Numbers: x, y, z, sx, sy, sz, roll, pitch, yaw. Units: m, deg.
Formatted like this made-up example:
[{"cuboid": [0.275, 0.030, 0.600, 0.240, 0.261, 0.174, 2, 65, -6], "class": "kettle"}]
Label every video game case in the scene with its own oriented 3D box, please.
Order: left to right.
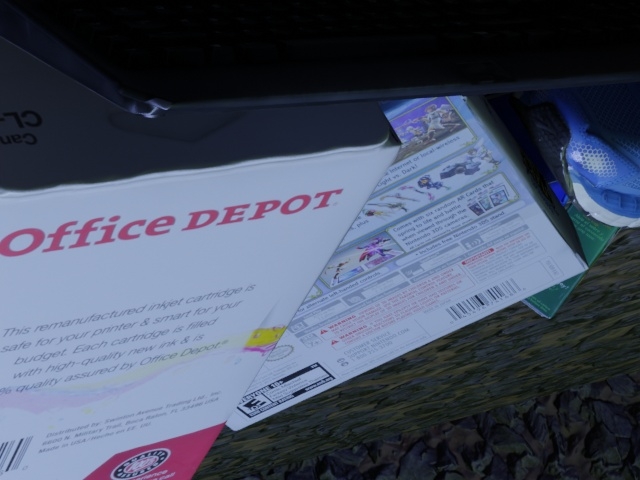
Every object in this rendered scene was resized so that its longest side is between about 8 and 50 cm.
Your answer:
[{"cuboid": [0.000, 0.000, 1.129, 0.270, 0.061, 0.244, -26, 146, 13], "class": "video game case"}]

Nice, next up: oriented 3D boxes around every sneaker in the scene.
[{"cuboid": [0.258, -0.106, 1.181, 0.330, 0.129, 0.147, -15, 158, -40], "class": "sneaker"}]

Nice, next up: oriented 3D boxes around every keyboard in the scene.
[{"cuboid": [0.008, -0.101, 0.771, 0.317, 0.033, 0.201, -7, -156, -37], "class": "keyboard"}]

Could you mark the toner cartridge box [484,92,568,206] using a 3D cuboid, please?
[{"cuboid": [0.000, -0.011, 1.287, 0.348, 0.075, 0.165, -16, 169, -5], "class": "toner cartridge box"}]

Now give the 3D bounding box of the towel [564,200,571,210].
[{"cuboid": [0.097, -0.009, 1.533, 0.324, 0.056, 0.312, -14, 165, -5], "class": "towel"}]

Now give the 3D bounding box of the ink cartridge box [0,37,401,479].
[{"cuboid": [-0.130, 0.016, 0.894, 0.226, 0.131, 0.306, -9, 146, -35], "class": "ink cartridge box"}]

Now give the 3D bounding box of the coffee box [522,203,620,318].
[{"cuboid": [0.214, -0.035, 1.334, 0.113, 0.040, 0.184, -46, 169, -42], "class": "coffee box"}]
